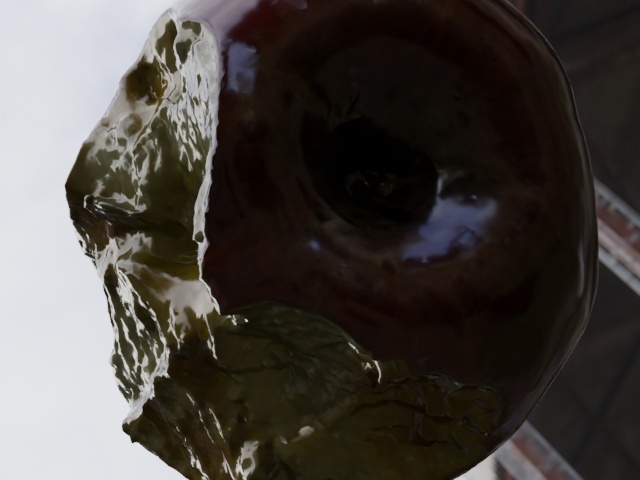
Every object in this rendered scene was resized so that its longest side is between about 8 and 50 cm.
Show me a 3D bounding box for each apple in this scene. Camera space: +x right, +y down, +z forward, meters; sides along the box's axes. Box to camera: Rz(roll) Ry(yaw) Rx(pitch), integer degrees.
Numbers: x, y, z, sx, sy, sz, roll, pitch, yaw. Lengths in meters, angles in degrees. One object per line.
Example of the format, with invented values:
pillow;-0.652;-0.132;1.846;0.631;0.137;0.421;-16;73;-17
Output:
apple;0.003;-0.003;0.491;0.147;0.156;0.158;-41;-3;-28
